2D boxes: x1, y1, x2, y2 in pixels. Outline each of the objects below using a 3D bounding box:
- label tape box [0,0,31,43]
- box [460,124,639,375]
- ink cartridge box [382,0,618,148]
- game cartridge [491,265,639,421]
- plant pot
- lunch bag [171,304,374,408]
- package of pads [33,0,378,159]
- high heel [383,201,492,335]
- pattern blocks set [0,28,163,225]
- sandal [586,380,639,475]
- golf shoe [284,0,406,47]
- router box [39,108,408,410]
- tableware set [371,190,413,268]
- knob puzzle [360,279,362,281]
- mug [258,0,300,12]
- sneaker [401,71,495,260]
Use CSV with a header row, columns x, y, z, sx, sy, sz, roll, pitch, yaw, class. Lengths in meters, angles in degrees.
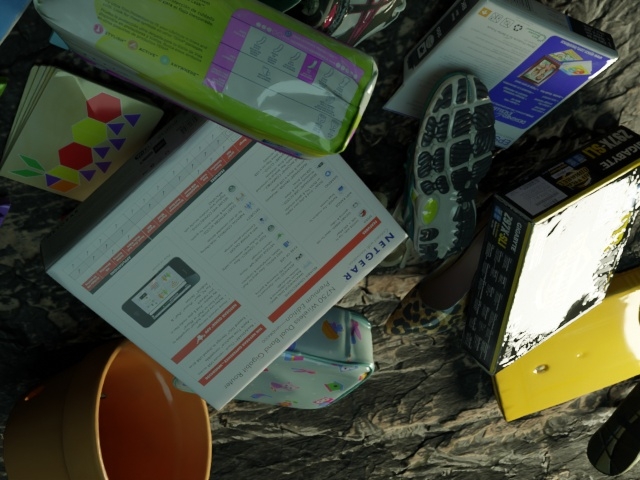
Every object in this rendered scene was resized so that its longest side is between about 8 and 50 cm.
x,y,z,sx,sy,sz,roll,pitch,yaw,class
-0.298,-0.358,0.727,0.249,0.115,0.347,26,125,-35,label tape box
0.337,0.019,1.266,0.257,0.079,0.322,-28,143,-27,box
0.213,-0.207,1.079,0.206,0.045,0.208,14,145,-27,ink cartridge box
0.454,0.183,1.564,0.323,0.053,0.285,-21,137,1,game cartridge
-0.320,0.297,1.303,0.203,0.291,0.291,-14,139,22,plant pot
-0.079,0.166,1.321,0.279,0.108,0.224,15,146,-22,lunch bag
-0.106,-0.173,0.835,0.296,0.229,0.101,24,90,-9,package of pads
0.192,0.034,1.292,0.261,0.093,0.186,-29,141,-6,high heel
-0.289,-0.119,1.048,0.285,0.026,0.325,27,122,-36,pattern blocks set
0.651,0.355,1.766,0.086,0.120,0.303,-11,147,-48,sandal
0.053,-0.296,0.934,0.120,0.105,0.273,8,139,-47,golf shoe
-0.109,0.000,1.072,0.335,0.082,0.301,-42,122,1,router box
0.085,-0.018,1.241,0.168,0.020,0.141,-1,130,-31,tableware set
0.000,0.000,1.252,0.213,0.030,0.213,-8,136,-8,knob puzzle
-0.075,-0.309,0.866,0.129,0.097,0.158,-21,136,7,mug
0.142,-0.096,1.118,0.107,0.110,0.275,-12,136,-19,sneaker
